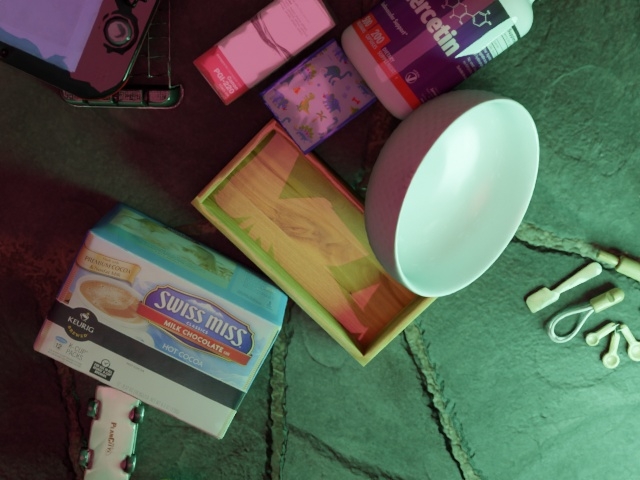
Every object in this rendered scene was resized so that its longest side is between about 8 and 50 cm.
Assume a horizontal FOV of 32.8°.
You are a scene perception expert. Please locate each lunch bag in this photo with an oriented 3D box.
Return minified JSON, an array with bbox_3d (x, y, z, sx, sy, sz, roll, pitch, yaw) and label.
[{"bbox_3d":[-0.007,-0.233,1.779,0.151,0.096,0.129,-40,98,-12],"label":"lunch bag"}]

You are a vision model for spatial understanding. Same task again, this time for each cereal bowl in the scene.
[{"bbox_3d":[0.191,-0.089,1.741,0.141,0.339,0.339,30,108,38],"label":"cereal bowl"}]

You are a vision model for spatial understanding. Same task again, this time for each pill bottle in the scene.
[{"bbox_3d":[0.203,-0.347,1.709,0.323,0.181,0.181,-37,100,10],"label":"pill bottle"}]

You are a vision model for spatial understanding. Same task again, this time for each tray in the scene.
[{"bbox_3d":[0.000,0.000,1.862,0.411,0.076,0.203,44,102,-7],"label":"tray"}]

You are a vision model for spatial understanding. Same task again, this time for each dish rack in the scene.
[{"bbox_3d":[-0.334,-0.351,1.790,0.208,0.074,0.271,2,102,1],"label":"dish rack"}]

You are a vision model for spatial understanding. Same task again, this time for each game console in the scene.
[{"bbox_3d":[-0.431,-0.435,1.689,0.386,0.060,0.342,25,105,-3],"label":"game console"}]

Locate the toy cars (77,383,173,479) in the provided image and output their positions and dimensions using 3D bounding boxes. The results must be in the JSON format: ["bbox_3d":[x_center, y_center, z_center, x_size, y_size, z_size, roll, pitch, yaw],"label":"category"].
[{"bbox_3d":[-0.318,0.432,1.980,0.176,0.087,0.394,-31,98,4],"label":"toy cars"}]

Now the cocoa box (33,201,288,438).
[{"bbox_3d":[-0.255,0.125,1.820,0.347,0.231,0.228,27,104,-5],"label":"cocoa box"}]

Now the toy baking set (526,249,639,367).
[{"bbox_3d":[0.500,0.117,1.890,0.256,0.030,0.197,28,104,-5],"label":"toy baking set"}]

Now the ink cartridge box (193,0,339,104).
[{"bbox_3d":[-0.081,-0.320,1.740,0.218,0.158,0.092,-36,98,11],"label":"ink cartridge box"}]
